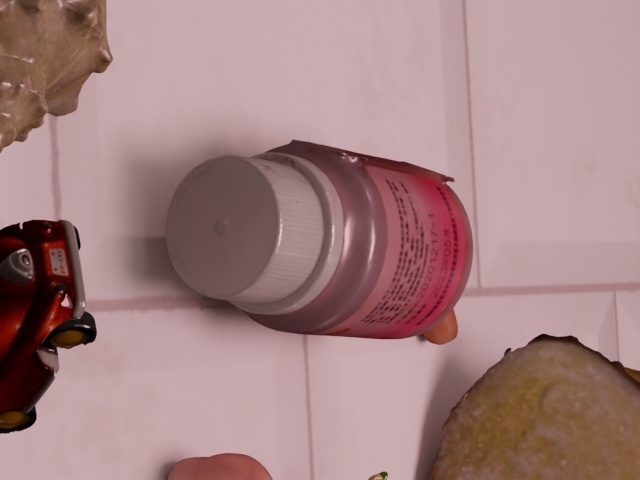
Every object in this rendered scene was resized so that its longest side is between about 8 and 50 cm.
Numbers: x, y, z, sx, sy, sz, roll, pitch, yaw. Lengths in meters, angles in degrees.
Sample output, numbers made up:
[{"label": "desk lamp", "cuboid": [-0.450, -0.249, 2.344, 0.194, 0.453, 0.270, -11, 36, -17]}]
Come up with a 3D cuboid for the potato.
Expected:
[{"label": "potato", "cuboid": [0.246, 0.256, 1.693, 0.301, 0.289, 0.237, 59, 5, 26]}]

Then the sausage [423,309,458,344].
[{"label": "sausage", "cuboid": [0.094, 0.050, 1.658, 0.034, 0.034, 0.083, -43, 121, -50]}]

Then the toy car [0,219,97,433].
[{"label": "toy car", "cuboid": [-0.206, 0.041, 1.135, 0.112, 0.139, 0.112, 11, 52, -36]}]

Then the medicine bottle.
[{"label": "medicine bottle", "cuboid": [0.000, 0.000, 1.426, 0.247, 0.147, 0.147, 7, 80, -55]}]

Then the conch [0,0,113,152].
[{"label": "conch", "cuboid": [-0.231, -0.191, 1.047, 0.186, 0.263, 0.324, -24, 70, -33]}]

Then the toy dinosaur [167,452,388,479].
[{"label": "toy dinosaur", "cuboid": [0.001, 0.205, 1.400, 0.152, 0.194, 0.177, -62, 157, -27]}]
